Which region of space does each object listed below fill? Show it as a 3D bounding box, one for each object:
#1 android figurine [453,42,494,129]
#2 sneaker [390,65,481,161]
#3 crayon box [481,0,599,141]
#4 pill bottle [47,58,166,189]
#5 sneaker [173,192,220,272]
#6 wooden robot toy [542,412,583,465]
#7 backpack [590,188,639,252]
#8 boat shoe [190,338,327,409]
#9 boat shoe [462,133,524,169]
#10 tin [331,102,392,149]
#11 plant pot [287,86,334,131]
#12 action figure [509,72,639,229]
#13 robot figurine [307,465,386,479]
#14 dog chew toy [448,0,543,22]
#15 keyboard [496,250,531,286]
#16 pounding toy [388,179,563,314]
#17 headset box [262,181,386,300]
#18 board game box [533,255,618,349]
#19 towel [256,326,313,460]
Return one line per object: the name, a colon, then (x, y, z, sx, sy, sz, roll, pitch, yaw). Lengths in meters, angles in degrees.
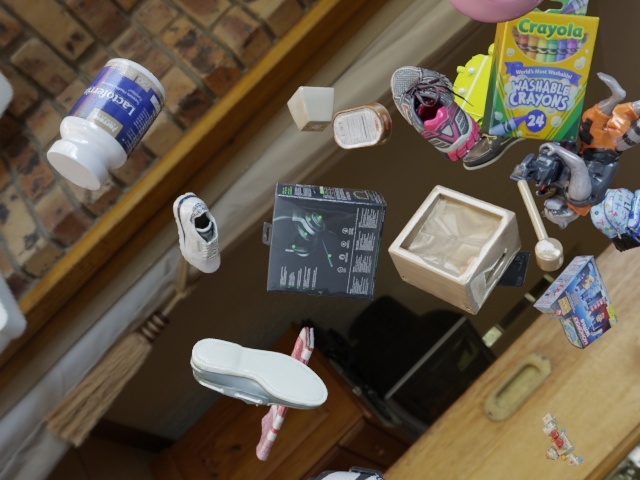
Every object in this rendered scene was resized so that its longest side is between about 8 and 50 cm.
android figurine: (0.462, -0.427, 1.773, 0.056, 0.248, 0.273, 17, 13, -36)
sneaker: (0.217, -0.285, 1.289, 0.112, 0.121, 0.299, 32, 19, -37)
crayon box: (0.490, -0.392, 1.427, 0.202, 0.323, 0.083, 5, 14, -2)
pill bottle: (-0.459, -0.249, 1.371, 0.153, 0.265, 0.153, 20, -26, 10)
sneaker: (-0.285, -0.001, 1.541, 0.094, 0.090, 0.235, 28, -35, 36)
wooden robot toy: (0.619, 0.543, 1.688, 0.076, 0.079, 0.173, 32, 22, -28)
backpack: (0.851, -0.075, 1.793, 0.173, 0.158, 0.117, 35, -25, -17)
boat shoe: (-0.143, 0.320, 1.452, 0.319, 0.099, 0.116, 18, 37, -1)
boat shoe: (0.456, -0.268, 1.628, 0.069, 0.227, 0.081, 46, 14, -42)
tin: (0.100, -0.283, 1.595, 0.189, 0.040, 0.106, 0, -69, 50)
plant pot: (-0.021, -0.370, 1.819, 0.109, 0.109, 0.096, 147, -64, -62)
action figure: (0.533, -0.162, 1.270, 0.178, 0.330, 0.341, 38, 39, 26)
robot figurine: (0.076, 0.728, 1.760, 0.278, 0.209, 0.173, -6, -27, 32)
dog chew toy: (0.299, -0.511, 1.110, 0.206, 0.206, 0.332, 45, 26, -23)
keyboard: (0.321, 0.037, 1.252, 0.180, 0.108, 0.023, 2, 24, -5)
pounding toy: (0.235, 0.007, 0.877, 0.206, 0.181, 0.094, 26, -21, 36)
headset box: (0.000, 0.000, 1.550, 0.282, 0.247, 0.131, 4, 18, -4)
board game box: (0.644, 0.167, 1.621, 0.060, 0.194, 0.194, -7, -71, 66)
towel: (-0.096, 0.410, 1.753, 0.037, 0.329, 0.237, 23, 4, -4)
